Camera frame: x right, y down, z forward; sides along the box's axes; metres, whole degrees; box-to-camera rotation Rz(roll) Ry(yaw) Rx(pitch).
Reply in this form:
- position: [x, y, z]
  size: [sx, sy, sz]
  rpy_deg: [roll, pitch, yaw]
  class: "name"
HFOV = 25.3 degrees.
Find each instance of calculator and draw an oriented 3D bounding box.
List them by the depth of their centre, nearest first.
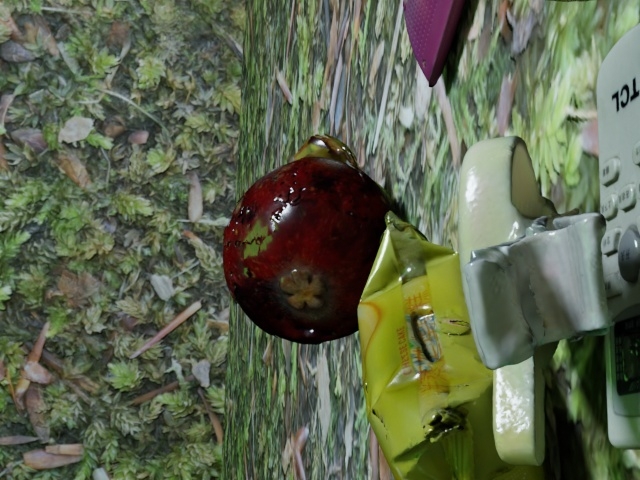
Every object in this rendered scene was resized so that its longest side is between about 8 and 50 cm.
- position: [0.085, -0.225, 1.089]
  size: [0.126, 0.034, 0.190]
  rpy_deg: [101, 168, -55]
  class: "calculator"

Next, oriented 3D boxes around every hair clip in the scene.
- position: [0.104, 0.028, 0.697]
  size: [0.218, 0.071, 0.159]
  rpy_deg: [-25, -69, -79]
  class: "hair clip"

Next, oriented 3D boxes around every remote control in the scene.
- position: [0.149, -0.003, 0.634]
  size: [0.087, 0.029, 0.190]
  rpy_deg: [136, 135, -77]
  class: "remote control"

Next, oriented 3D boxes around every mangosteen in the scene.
- position: [0.000, 0.000, 1.248]
  size: [0.180, 0.166, 0.166]
  rpy_deg: [-58, -20, -51]
  class: "mangosteen"

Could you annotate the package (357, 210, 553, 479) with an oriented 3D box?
- position: [0.078, 0.099, 0.817]
  size: [0.226, 0.090, 0.168]
  rpy_deg: [-94, -19, -59]
  class: "package"
